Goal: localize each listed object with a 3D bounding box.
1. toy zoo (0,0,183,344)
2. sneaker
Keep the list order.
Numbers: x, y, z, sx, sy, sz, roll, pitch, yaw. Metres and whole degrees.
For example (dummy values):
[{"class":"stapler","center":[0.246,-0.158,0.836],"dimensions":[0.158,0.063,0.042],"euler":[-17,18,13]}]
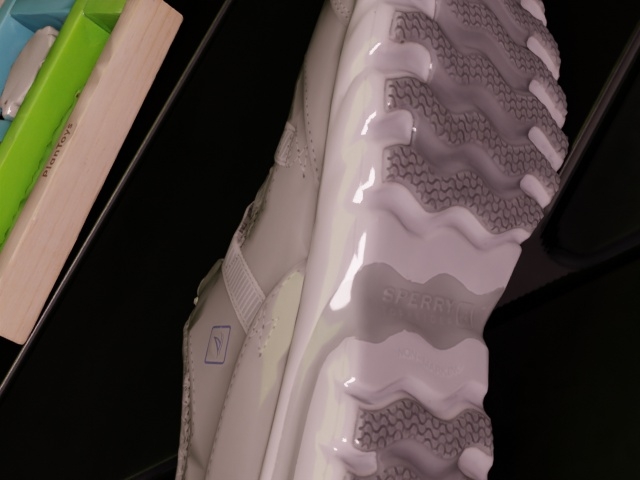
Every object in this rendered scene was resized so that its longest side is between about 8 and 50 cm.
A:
[{"class":"toy zoo","center":[-0.213,-0.058,0.684],"dimensions":[0.293,0.030,0.192],"euler":[10,72,47]},{"class":"sneaker","center":[0.000,0.000,0.381],"dimensions":[0.115,0.105,0.281],"euler":[-5,62,42]}]
